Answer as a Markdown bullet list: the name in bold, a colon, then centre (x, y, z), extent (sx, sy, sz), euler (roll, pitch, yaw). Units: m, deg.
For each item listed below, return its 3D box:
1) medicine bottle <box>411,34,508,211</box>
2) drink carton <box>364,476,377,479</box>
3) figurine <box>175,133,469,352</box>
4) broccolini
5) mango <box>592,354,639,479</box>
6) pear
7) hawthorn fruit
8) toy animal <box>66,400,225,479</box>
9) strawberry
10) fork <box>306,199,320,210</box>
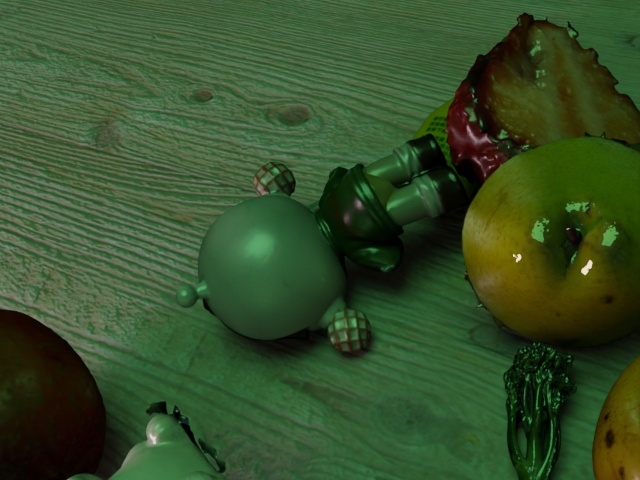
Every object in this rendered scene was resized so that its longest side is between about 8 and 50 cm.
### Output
- **medicine bottle**: centre (0.208, -0.167, 1.474), extent (0.111, 0.076, 0.309), euler (25, 63, 19)
- **drink carton**: centre (0.003, 0.363, 1.088), extent (0.222, 0.102, 0.134), euler (-32, 49, -4)
- **figurine**: centre (0.000, 0.000, 1.343), extent (0.370, 0.167, 0.281), euler (-29, 66, 5)
- **broccolini**: centre (0.234, 0.208, 1.169), extent (0.091, 0.068, 0.203), euler (-7, 63, 34)
- **mango**: centre (0.373, 0.182, 1.053), extent (0.191, 0.160, 0.290), euler (9, 51, 39)
- **pear**: centre (0.289, 0.011, 1.156), extent (0.267, 0.267, 0.178), euler (-23, 6, 3)
- **hawthorn fruit**: centre (-0.403, 0.196, 1.288), extent (0.254, 0.254, 0.300), euler (-43, 63, -15)
- **toy animal**: centre (-0.226, 0.326, 1.119), extent (0.310, 0.247, 0.183), euler (-36, 68, -14)
- **strawberry**: centre (0.257, -0.143, 1.364), extent (0.253, 0.150, 0.280), euler (-6, 52, -25)
- **fork**: centre (0.029, -0.065, 1.501), extent (0.235, 0.021, 0.039), euler (-28, 42, -1)
